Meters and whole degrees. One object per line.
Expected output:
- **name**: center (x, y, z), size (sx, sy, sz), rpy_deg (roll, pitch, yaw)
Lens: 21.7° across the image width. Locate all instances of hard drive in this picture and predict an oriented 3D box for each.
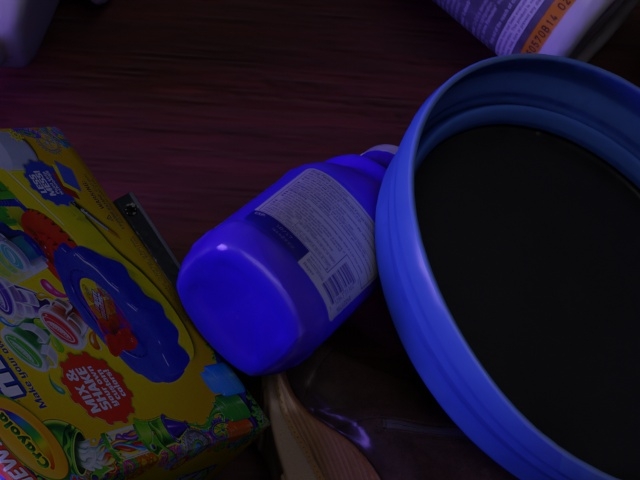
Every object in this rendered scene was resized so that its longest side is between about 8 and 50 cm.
- **hard drive**: center (-0.124, 0.038, 1.323), size (0.022, 0.094, 0.135), rpy_deg (-29, 73, -19)

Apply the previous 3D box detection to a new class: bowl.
- **bowl**: center (0.215, 0.035, 1.317), size (0.391, 0.077, 0.391), rpy_deg (17, 53, -25)

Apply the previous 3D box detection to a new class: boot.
- **boot**: center (0.054, 0.134, 1.301), size (0.206, 0.090, 0.248), rpy_deg (-3, 47, -15)

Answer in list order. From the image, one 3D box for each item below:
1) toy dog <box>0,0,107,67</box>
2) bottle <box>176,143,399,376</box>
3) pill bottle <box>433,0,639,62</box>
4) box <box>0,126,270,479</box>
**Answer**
- **toy dog**: center (-0.359, -0.331, 1.388), size (0.408, 0.284, 0.395), rpy_deg (29, 82, 6)
- **bottle**: center (0.000, 0.000, 1.299), size (0.118, 0.092, 0.283), rpy_deg (50, 34, -1)
- **pill bottle**: center (0.147, -0.276, 1.473), size (0.278, 0.162, 0.162), rpy_deg (42, 66, 10)
- **box**: center (-0.240, 0.088, 1.162), size (0.290, 0.177, 0.279), rpy_deg (53, 27, 15)
